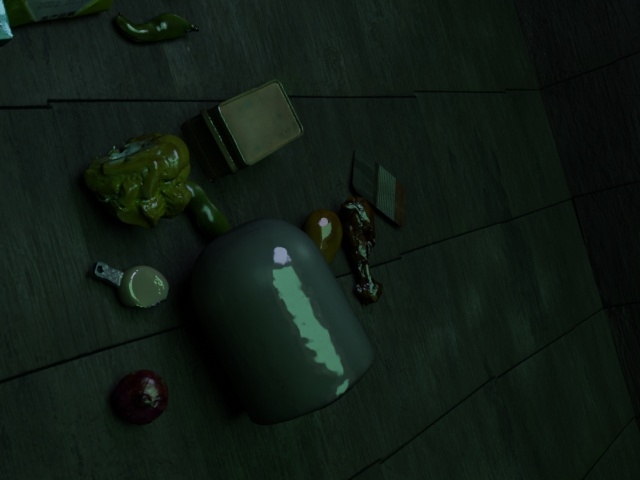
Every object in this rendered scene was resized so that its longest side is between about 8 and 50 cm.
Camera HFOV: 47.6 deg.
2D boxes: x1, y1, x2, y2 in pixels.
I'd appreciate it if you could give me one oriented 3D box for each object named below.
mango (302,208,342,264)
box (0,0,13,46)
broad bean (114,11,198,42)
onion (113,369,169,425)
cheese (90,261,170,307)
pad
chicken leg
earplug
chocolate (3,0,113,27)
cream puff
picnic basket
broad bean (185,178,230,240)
[{"bbox_3d":[0.004,-0.002,1.889,0.111,0.089,0.163,1,86,-35],"label":"mango"},{"bbox_3d":[-0.677,-0.475,1.234,0.205,0.118,0.311,-23,109,-43],"label":"box"},{"bbox_3d":[-0.373,-0.490,1.671,0.214,0.048,0.070,-13,88,-45],"label":"broad bean"},{"bbox_3d":[-0.346,0.305,1.409,0.107,0.097,0.107,4,82,-26],"label":"onion"},{"bbox_3d":[-0.385,0.094,1.470,0.171,0.047,0.092,8,69,-46],"label":"cheese"},{"bbox_3d":[0.193,-0.101,2.108,0.250,0.055,0.323,35,28,-35],"label":"pad"},{"bbox_3d":[0.108,0.028,1.999,0.113,0.093,0.304,-10,93,-30],"label":"chicken leg"},{"bbox_3d":[-0.100,0.152,1.561,0.312,0.313,0.394,-38,104,-46],"label":"earplug"},{"bbox_3d":[-0.570,-0.593,1.428,0.289,0.137,0.301,-32,100,-47],"label":"chocolate"},{"bbox_3d":[-0.349,-0.119,1.491,0.221,0.195,0.194,-45,110,-40],"label":"cream puff"},{"bbox_3d":[-0.181,-0.268,1.736,0.267,0.139,0.165,-39,106,-46],"label":"picnic basket"},{"bbox_3d":[-0.231,-0.037,1.675,0.318,0.056,0.098,41,45,-38],"label":"broad bean"}]
